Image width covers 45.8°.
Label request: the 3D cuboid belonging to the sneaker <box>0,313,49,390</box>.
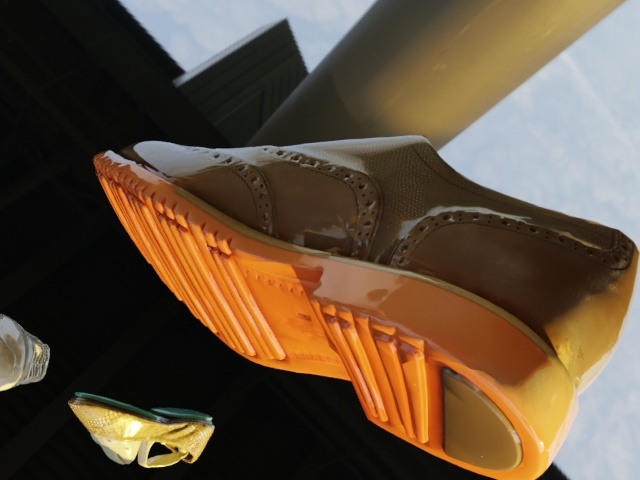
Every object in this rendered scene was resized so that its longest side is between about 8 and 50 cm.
[{"bbox_3d":[-0.352,0.130,0.863,0.095,0.235,0.090,23,-102,-25],"label":"sneaker"}]

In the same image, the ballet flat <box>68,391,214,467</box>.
[{"bbox_3d":[-0.192,0.211,0.822,0.206,0.073,0.067,29,-107,-51],"label":"ballet flat"}]

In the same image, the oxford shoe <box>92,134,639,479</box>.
[{"bbox_3d":[0.000,0.000,0.447,0.133,0.364,0.130,-45,-42,-25],"label":"oxford shoe"}]
